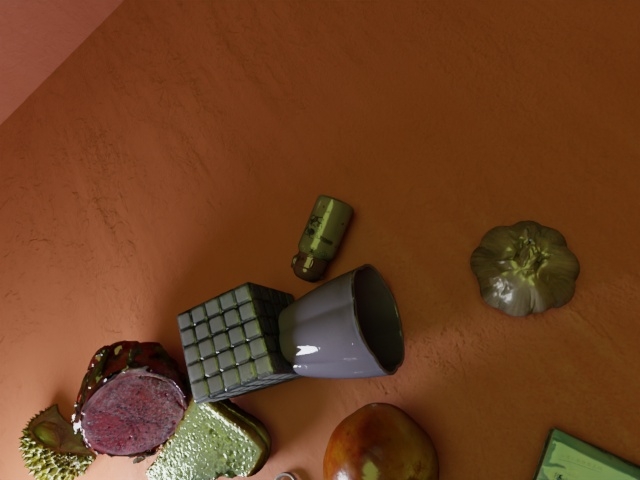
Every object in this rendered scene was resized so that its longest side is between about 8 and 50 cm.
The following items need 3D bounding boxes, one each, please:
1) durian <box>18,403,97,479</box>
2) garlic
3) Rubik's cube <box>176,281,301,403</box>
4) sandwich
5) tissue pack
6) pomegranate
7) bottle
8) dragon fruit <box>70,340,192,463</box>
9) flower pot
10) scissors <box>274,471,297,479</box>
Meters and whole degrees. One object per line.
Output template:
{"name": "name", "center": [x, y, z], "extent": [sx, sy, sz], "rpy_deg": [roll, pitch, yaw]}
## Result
{"name": "durian", "center": [-0.817, 0.650, 1.416], "extent": [0.306, 0.166, 0.172], "rpy_deg": [15, 112, 31]}
{"name": "garlic", "center": [0.453, 0.058, 1.022], "extent": [0.228, 0.152, 0.228], "rpy_deg": [-3, 82, 21]}
{"name": "Rubik's cube", "center": [-0.193, 0.268, 1.187], "extent": [0.238, 0.237, 0.237], "rpy_deg": [-24, 70, 16]}
{"name": "sandwich", "center": [-0.284, 0.558, 1.194], "extent": [0.254, 0.099, 0.288], "rpy_deg": [35, 93, 9]}
{"name": "tissue pack", "center": [0.562, 0.508, 0.894], "extent": [0.263, 0.089, 0.177], "rpy_deg": [20, 83, 25]}
{"name": "pomegranate", "center": [0.125, 0.485, 1.013], "extent": [0.252, 0.229, 0.270], "rpy_deg": [-66, 21, -2]}
{"name": "bottle", "center": [0.000, 0.000, 1.248], "extent": [0.110, 0.110, 0.233], "rpy_deg": [21, 85, 26]}
{"name": "dragon fruit", "center": [-0.516, 0.403, 1.297], "extent": [0.314, 0.296, 0.263], "rpy_deg": [-56, 30, 4]}
{"name": "flower pot", "center": [0.040, 0.208, 1.106], "extent": [0.243, 0.265, 0.265], "rpy_deg": [-18, 70, 25]}
{"name": "scissors", "center": [-0.048, 0.699, 1.129], "extent": [0.118, 0.030, 0.242], "rpy_deg": [-47, 66, 1]}
